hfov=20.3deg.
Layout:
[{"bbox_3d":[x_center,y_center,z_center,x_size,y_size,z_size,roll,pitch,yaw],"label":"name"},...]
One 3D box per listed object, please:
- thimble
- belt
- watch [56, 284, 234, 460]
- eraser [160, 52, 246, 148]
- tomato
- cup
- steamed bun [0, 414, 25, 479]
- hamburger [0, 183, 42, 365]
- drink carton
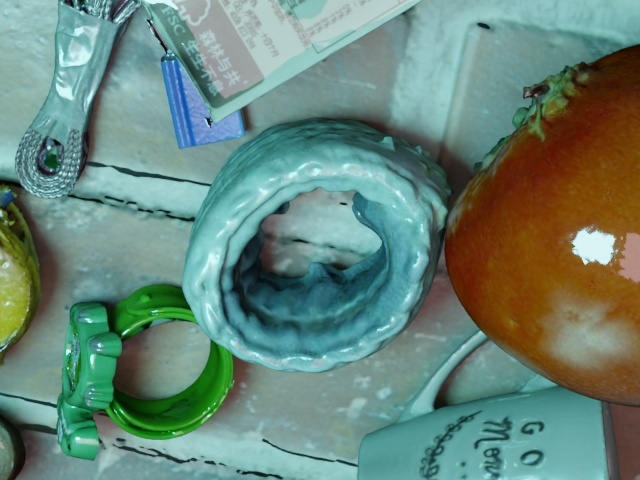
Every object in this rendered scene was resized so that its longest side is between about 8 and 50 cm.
[{"bbox_3d":[0.000,0.000,1.583,0.250,0.172,0.205,-23,105,11],"label":"thimble"},{"bbox_3d":[-0.219,-0.147,1.600,0.071,0.053,0.232,21,109,-5],"label":"belt"},{"bbox_3d":[-0.165,0.126,1.671,0.152,0.131,0.165,3,106,-19],"label":"watch"},{"bbox_3d":[-0.106,-0.131,1.616,0.063,0.027,0.084,-10,109,5],"label":"eraser"},{"bbox_3d":[0.276,-0.004,1.500,0.321,0.321,0.321,0,109,1],"label":"tomato"},{"bbox_3d":[0.158,0.197,1.664,0.234,0.186,0.258,-5,79,11],"label":"cup"},{"bbox_3d":[-0.367,0.211,1.679,0.175,0.145,0.106,-23,88,-4],"label":"steamed bun"},{"bbox_3d":[-0.340,0.039,1.632,0.182,0.118,0.191,-19,104,11],"label":"hamburger"},{"bbox_3d":[0.011,-0.245,1.472,0.324,0.194,0.132,-30,108,5],"label":"drink carton"}]
